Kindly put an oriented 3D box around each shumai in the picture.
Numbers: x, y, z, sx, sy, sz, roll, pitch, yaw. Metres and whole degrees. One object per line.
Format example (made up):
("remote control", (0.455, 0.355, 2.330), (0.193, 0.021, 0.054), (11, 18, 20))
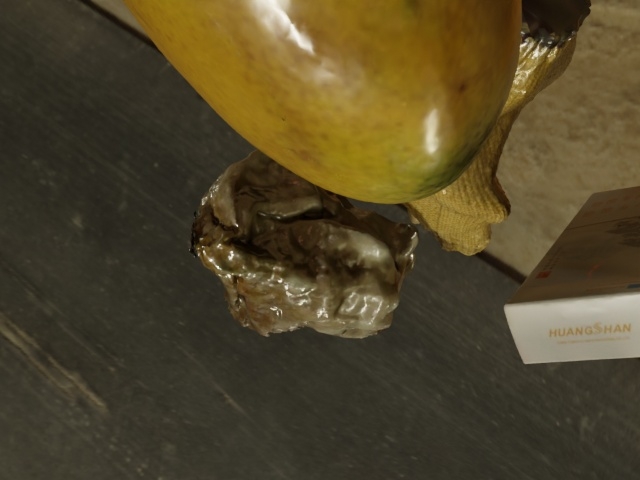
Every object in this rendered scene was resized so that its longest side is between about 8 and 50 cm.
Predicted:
("shumai", (0.000, -0.003, 0.930), (0.186, 0.218, 0.183), (-5, 60, 11))

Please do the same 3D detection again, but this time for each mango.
("mango", (-0.025, -0.194, 0.461), (0.221, 0.264, 0.378), (-25, 92, -12))

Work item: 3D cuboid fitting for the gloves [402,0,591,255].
("gloves", (0.136, -0.129, 0.911), (0.155, 0.356, 0.203), (21, 52, 8))

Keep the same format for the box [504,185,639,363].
("box", (0.282, 0.021, 0.866), (0.150, 0.233, 0.067), (-12, 109, 42))
